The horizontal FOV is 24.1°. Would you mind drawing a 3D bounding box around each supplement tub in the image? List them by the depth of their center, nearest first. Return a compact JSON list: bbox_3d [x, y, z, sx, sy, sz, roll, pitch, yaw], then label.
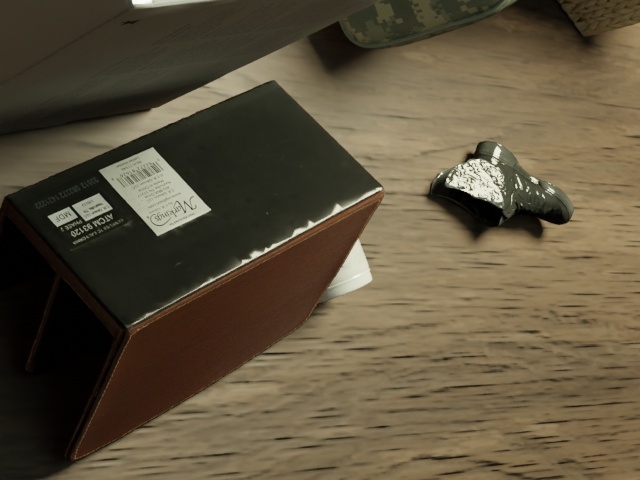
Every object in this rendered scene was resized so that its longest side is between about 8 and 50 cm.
[{"bbox_3d":[0.000,0.000,1.431,0.071,0.071,0.107,-26,97,-41],"label":"supplement tub"}]

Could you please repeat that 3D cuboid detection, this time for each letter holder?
[{"bbox_3d":[-0.126,0.027,1.284,0.152,0.214,0.302,45,47,18],"label":"letter holder"}]

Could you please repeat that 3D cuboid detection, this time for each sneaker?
[{"bbox_3d":[0.200,-0.043,1.629,0.170,0.051,0.089,37,58,-23],"label":"sneaker"}]

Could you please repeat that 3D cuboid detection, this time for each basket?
[{"bbox_3d":[0.364,-0.322,1.762,0.103,0.167,0.113,53,51,-26],"label":"basket"}]

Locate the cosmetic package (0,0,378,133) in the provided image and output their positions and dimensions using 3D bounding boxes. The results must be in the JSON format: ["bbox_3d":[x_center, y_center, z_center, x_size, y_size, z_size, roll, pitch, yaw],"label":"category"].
[{"bbox_3d":[-0.145,-0.173,1.144,0.284,0.377,0.097,-18,91,-42],"label":"cosmetic package"}]

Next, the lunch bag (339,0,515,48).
[{"bbox_3d":[0.118,-0.376,1.536,0.256,0.212,0.305,-39,111,-58],"label":"lunch bag"}]
